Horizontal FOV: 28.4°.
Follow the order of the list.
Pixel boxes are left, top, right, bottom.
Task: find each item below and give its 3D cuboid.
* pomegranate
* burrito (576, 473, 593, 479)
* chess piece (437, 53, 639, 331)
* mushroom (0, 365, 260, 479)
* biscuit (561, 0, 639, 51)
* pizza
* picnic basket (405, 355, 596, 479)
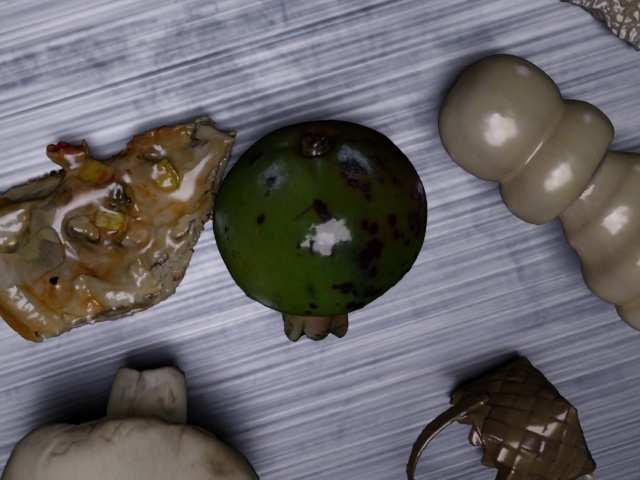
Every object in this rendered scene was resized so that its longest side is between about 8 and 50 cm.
[{"bbox_3d":[0.000,0.000,1.209,0.202,0.202,0.248,-5,134,-4],"label":"pomegranate"},{"bbox_3d":[0.177,0.330,1.355,0.082,0.059,0.275,42,96,-20],"label":"burrito"},{"bbox_3d":[0.245,-0.059,1.231,0.300,0.167,0.167,36,97,-6],"label":"chess piece"},{"bbox_3d":[-0.182,0.231,1.237,0.254,0.234,0.260,-10,148,26],"label":"mushroom"},{"bbox_3d":[0.280,-0.276,1.237,0.250,0.032,0.133,24,98,-10],"label":"biscuit"},{"bbox_3d":[-0.204,-0.015,1.230,0.297,0.071,0.189,-22,103,-1],"label":"pizza"},{"bbox_3d":[0.170,0.210,1.283,0.178,0.138,0.128,-31,115,-3],"label":"picnic basket"}]
